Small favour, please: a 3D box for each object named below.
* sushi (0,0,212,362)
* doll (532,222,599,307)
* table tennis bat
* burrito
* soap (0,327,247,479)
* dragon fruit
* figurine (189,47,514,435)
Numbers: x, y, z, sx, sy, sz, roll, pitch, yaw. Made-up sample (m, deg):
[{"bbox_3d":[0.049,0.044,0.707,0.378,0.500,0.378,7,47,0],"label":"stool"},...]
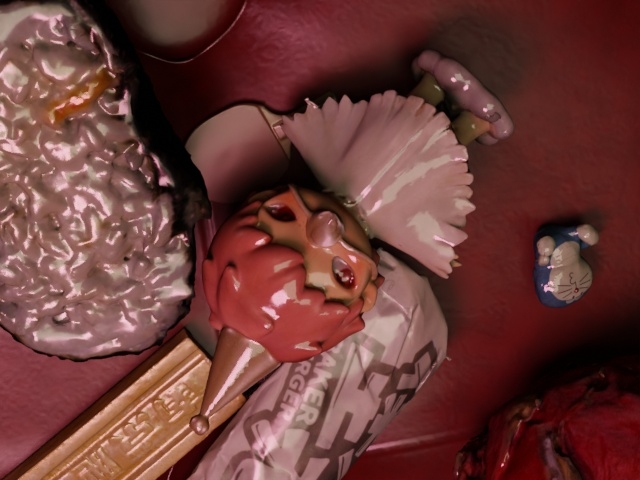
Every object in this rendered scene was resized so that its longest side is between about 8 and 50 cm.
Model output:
[{"bbox_3d":[-0.218,-0.070,1.357,0.211,0.171,0.350,-21,111,0],"label":"sushi"},{"bbox_3d":[0.234,0.023,1.533,0.076,0.050,0.083,-18,111,-23],"label":"doll"},{"bbox_3d":[-0.053,-0.093,1.462,0.156,0.013,0.087,-29,110,3],"label":"table tennis bat"},{"bbox_3d":[-0.038,0.207,1.514,0.445,0.101,0.139,-52,132,3],"label":"burrito"},{"bbox_3d":[-0.193,0.196,1.528,0.252,0.037,0.092,-40,110,6],"label":"soap"},{"bbox_3d":[0.284,0.260,1.495,0.329,0.329,0.329,-3,110,-9],"label":"dragon fruit"},{"bbox_3d":[0.000,0.000,1.389,0.207,0.166,0.387,44,80,3],"label":"figurine"}]
